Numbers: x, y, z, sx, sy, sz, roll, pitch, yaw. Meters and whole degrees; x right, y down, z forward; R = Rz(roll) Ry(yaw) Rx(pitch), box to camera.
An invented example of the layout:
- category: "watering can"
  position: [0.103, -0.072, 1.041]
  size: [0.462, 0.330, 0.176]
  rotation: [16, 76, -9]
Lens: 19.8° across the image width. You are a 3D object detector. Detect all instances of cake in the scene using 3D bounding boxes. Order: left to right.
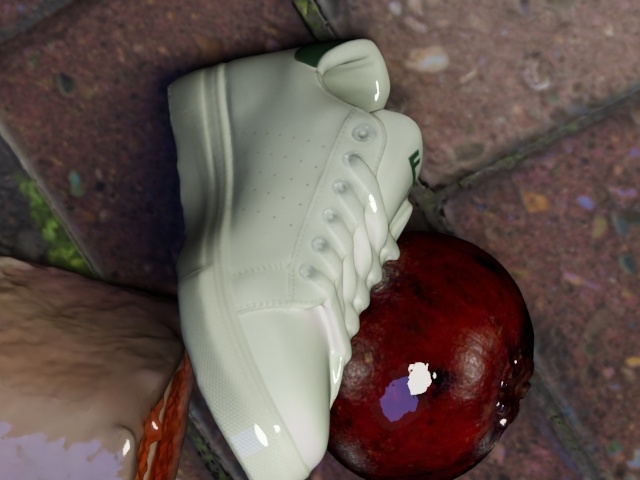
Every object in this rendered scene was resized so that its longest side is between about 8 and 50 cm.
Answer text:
- category: "cake"
  position: [-0.228, 0.179, 1.301]
  size: [0.230, 0.237, 0.308]
  rotation: [12, 111, 3]

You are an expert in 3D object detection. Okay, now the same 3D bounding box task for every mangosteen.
- category: "mangosteen"
  position: [0.045, 0.077, 1.241]
  size: [0.200, 0.200, 0.199]
  rotation: [4, 112, 10]

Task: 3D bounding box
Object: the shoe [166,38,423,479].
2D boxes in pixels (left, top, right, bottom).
- category: "shoe"
  position: [0.000, 0.000, 1.136]
  size: [0.160, 0.363, 0.131]
  rotation: [-20, 130, 9]
